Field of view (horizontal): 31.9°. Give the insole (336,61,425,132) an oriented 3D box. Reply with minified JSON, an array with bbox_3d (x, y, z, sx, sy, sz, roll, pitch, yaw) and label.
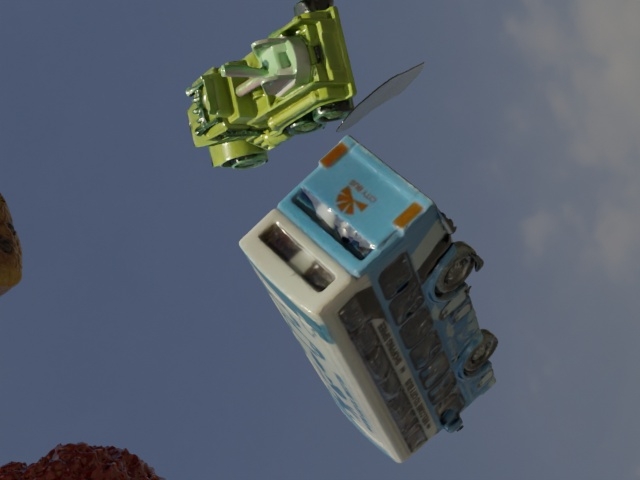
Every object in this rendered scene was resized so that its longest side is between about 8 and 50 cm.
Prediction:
[{"bbox_3d":[0.051,-0.117,0.903,0.002,0.053,0.153,44,-149,5],"label":"insole"}]

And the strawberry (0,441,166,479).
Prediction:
[{"bbox_3d":[-0.246,0.328,1.177,0.261,0.258,0.261,21,-127,-32],"label":"strawberry"}]

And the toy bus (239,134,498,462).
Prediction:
[{"bbox_3d":[0.050,0.056,0.852,0.131,0.106,0.297,-42,-33,-11],"label":"toy bus"}]

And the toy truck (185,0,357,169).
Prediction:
[{"bbox_3d":[-0.078,-0.168,1.247,0.135,0.259,0.128,-7,-99,-32],"label":"toy truck"}]

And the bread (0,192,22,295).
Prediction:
[{"bbox_3d":[-0.462,0.020,1.366,0.143,0.158,0.149,13,-127,-62],"label":"bread"}]
